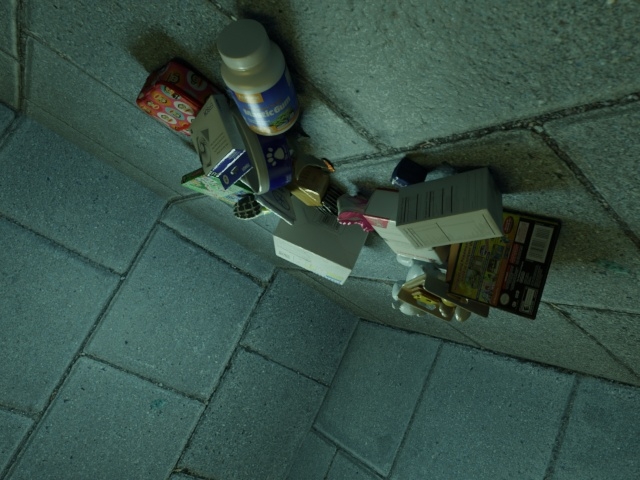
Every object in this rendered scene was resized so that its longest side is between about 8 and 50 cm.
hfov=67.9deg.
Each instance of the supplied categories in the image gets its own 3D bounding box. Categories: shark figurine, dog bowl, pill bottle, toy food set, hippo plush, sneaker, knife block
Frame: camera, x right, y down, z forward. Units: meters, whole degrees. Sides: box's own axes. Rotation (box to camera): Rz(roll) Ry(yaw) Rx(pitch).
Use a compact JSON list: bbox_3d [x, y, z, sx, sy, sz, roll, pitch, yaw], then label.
[{"bbox_3d":[-0.072,-0.284,1.440,0.278,0.116,0.166,24,130,65],"label":"shark figurine"},{"bbox_3d":[-0.182,-0.275,1.401,0.264,0.104,0.264,58,162,32],"label":"dog bowl"},{"bbox_3d":[-0.149,-0.387,1.146,0.153,0.152,0.272,22,165,17],"label":"pill bottle"},{"bbox_3d":[0.395,0.211,1.586,0.220,0.092,0.306,25,165,-2],"label":"toy food set"},{"bbox_3d":[0.400,0.177,1.839,0.235,0.236,0.294,12,-166,-14],"label":"hippo plush"},{"bbox_3d":[0.157,-0.110,1.708,0.103,0.111,0.252,-31,148,35],"label":"sneaker"},{"bbox_3d":[-0.251,-0.143,2.097,0.276,0.106,0.110,-9,165,12],"label":"sneaker"},{"bbox_3d":[-0.040,-0.187,1.769,0.276,0.088,0.242,23,164,9],"label":"knife block"}]

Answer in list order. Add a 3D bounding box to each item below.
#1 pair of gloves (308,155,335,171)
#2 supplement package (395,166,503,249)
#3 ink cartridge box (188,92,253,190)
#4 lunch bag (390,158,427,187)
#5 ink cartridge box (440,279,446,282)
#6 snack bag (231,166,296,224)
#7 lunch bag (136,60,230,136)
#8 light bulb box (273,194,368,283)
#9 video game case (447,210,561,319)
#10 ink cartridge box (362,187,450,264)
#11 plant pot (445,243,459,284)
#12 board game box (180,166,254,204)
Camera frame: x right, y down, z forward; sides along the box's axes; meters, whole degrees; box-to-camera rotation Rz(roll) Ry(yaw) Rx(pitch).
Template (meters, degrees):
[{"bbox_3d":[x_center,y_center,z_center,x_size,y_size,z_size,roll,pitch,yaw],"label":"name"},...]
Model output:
[{"bbox_3d":[0.004,-0.258,1.606,0.083,0.010,0.074,17,163,34],"label":"pair of gloves"},{"bbox_3d":[0.342,-0.080,1.266,0.244,0.133,0.139,-10,145,33],"label":"supplement package"},{"bbox_3d":[-0.298,-0.275,1.385,0.223,0.045,0.223,-25,88,55],"label":"ink cartridge box"},{"bbox_3d":[0.253,-0.180,1.347,0.099,0.067,0.065,26,166,-2],"label":"lunch bag"},{"bbox_3d":[0.489,0.134,2.097,0.189,0.066,0.232,33,-175,-25],"label":"ink cartridge box"},{"bbox_3d":[-0.229,-0.233,1.659,0.343,0.037,0.323,37,-158,-35],"label":"snack bag"},{"bbox_3d":[-0.430,-0.438,1.532,0.258,0.120,0.293,31,163,-34],"label":"lunch bag"},{"bbox_3d":[0.000,0.000,2.073,0.358,0.225,0.361,25,166,3],"label":"light bulb box"},{"bbox_3d":[0.515,0.056,1.351,0.249,0.274,0.035,17,-169,31],"label":"video game case"},{"bbox_3d":[0.305,-0.046,1.616,0.207,0.117,0.283,13,160,39],"label":"ink cartridge box"},{"bbox_3d":[0.531,0.084,1.519,0.291,0.203,0.291,25,164,7],"label":"plant pot"},{"bbox_3d":[-0.420,-0.234,2.094,0.318,0.046,0.214,20,159,-41],"label":"board game box"}]
